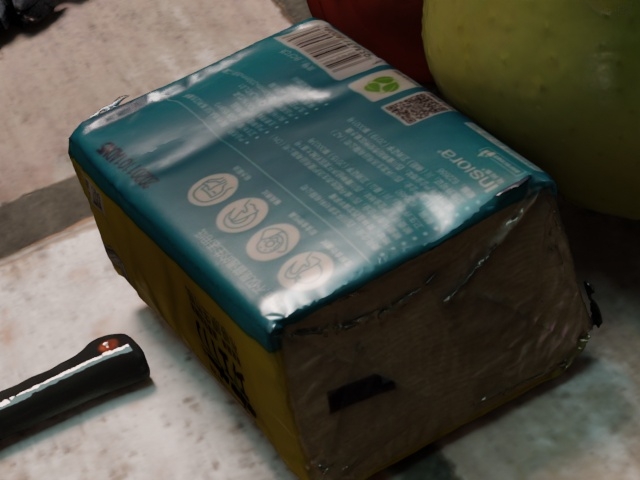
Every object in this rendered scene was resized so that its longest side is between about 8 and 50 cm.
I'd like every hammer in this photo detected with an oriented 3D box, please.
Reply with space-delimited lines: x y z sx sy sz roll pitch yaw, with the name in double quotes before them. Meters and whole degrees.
"hammer" -0.235 0.123 1.061 0.287 0.033 0.111 -25 35 -14

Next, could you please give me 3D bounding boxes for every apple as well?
"apple" 0.187 -0.136 1.059 0.279 0.279 0.279 -11 35 8

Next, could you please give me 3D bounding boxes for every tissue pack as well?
"tissue pack" 0.000 0.000 1.050 0.192 0.134 0.271 -28 36 -15

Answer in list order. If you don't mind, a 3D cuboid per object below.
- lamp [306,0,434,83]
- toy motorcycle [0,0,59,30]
"lamp" 0.089 -0.213 1.263 0.227 0.227 0.227 -11 35 8
"toy motorcycle" -0.253 -0.229 1.539 0.124 0.061 0.193 -14 40 13
